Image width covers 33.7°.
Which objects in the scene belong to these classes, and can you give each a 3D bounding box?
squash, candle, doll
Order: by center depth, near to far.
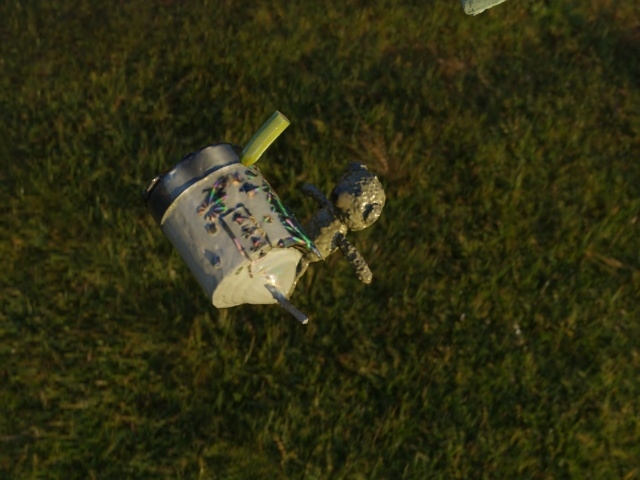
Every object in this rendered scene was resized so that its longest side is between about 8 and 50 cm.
[{"bbox_3d":[-0.076,-0.130,1.372,0.027,0.083,0.027,42,11,-10],"label":"squash"},{"bbox_3d":[-0.115,0.011,1.603,0.187,0.187,0.330,-26,69,-30],"label":"candle"},{"bbox_3d":[-0.003,-0.015,1.789,0.091,0.286,0.203,18,63,-38],"label":"doll"}]

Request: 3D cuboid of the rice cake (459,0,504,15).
[{"bbox_3d":[0.256,-0.335,1.318,0.042,0.245,0.045,-32,100,-31],"label":"rice cake"}]
